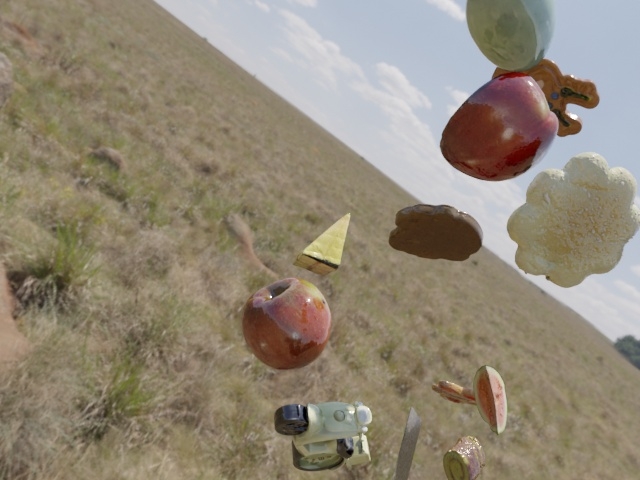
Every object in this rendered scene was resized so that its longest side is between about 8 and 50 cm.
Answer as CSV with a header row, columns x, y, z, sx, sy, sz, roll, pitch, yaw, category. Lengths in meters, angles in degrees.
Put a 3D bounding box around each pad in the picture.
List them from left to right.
x,y,z,sx,sy,sz,roll,pitch,yaw,category
0.283,0.674,1.733,0.003,0.235,0.158,5,-32,29,pad

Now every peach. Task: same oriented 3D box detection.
x,y,z,sx,sy,sz,roll,pitch,yaw,category
0.433,-0.258,1.319,0.248,0.274,0.245,38,33,-34,peach

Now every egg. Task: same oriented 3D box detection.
x,y,z,sx,sy,sz,roll,pitch,yaw,category
0.527,-0.610,1.480,0.230,0.230,0.371,43,3,37,egg

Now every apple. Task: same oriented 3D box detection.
x,y,z,sx,sy,sz,roll,pitch,yaw,category
-0.125,0.309,1.991,0.348,0.348,0.277,-117,-176,-71,apple

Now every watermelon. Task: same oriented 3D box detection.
x,y,z,sx,sy,sz,roll,pitch,yaw,category
0.410,0.385,1.316,0.087,0.069,0.163,5,75,-52,watermelon

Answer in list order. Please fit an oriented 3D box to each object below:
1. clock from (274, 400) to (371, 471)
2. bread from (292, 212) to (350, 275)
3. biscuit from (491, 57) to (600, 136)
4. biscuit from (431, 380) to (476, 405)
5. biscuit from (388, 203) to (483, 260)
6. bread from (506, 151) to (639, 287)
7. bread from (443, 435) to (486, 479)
x,y,z,sx,sy,sz,roll,pitch,yaw,category
0.022,0.585,1.615,0.379,0.276,0.120,80,1,-49,clock
0.002,-0.003,2.221,0.163,0.264,0.167,20,-25,-14,bread
0.706,-0.470,1.711,0.334,0.202,0.047,33,44,10,biscuit
0.454,0.520,1.793,0.165,0.036,0.250,17,-20,9,biscuit
0.452,-0.026,2.158,0.381,0.074,0.359,-3,-38,32,biscuit
0.565,-0.035,1.175,0.316,0.316,0.054,34,11,-17,bread
0.487,0.745,1.806,0.172,0.103,0.132,-2,71,-56,bread
